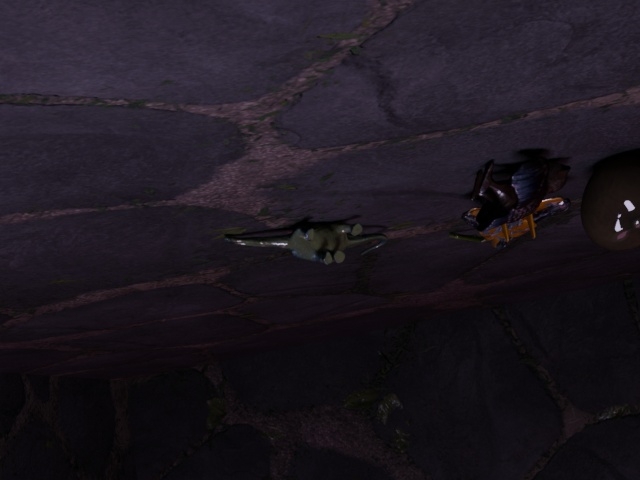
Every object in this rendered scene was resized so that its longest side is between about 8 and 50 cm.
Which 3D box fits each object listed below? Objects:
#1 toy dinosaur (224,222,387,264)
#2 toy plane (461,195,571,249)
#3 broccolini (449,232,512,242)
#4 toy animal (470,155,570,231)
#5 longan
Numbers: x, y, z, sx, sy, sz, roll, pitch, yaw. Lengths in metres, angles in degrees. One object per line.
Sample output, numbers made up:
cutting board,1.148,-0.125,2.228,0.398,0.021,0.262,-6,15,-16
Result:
toy dinosaur,0.002,0.001,2.114,0.362,0.077,0.147,-1,-175,-31
toy plane,0.364,-0.039,2.174,0.204,0.103,0.316,-8,175,0
broccolini,0.365,-0.017,2.372,0.194,0.052,0.054,-16,163,28
toy animal,0.350,-0.076,1.911,0.179,0.116,0.218,-6,161,-13
longan,0.556,-0.069,1.994,0.189,0.189,0.189,-9,168,-2
